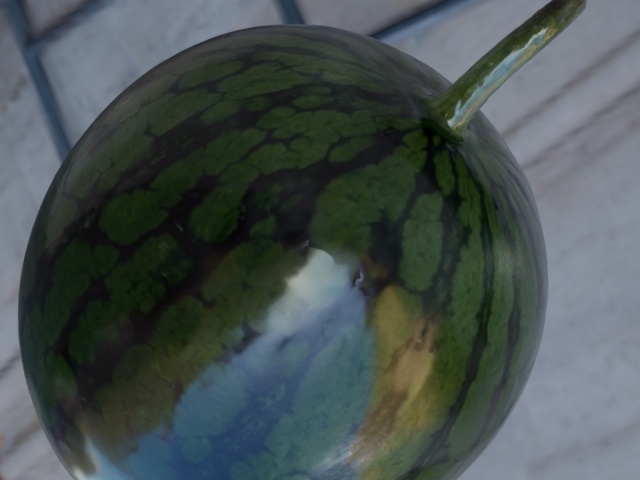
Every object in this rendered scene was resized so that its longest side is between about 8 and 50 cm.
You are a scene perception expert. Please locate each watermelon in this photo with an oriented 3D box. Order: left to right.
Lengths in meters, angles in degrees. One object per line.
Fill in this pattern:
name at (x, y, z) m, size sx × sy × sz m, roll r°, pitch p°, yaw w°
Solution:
watermelon at (0.000, 0.000, 0.481) m, size 0.187 × 0.141 × 0.140 m, roll -51°, pitch 160°, yaw 27°
